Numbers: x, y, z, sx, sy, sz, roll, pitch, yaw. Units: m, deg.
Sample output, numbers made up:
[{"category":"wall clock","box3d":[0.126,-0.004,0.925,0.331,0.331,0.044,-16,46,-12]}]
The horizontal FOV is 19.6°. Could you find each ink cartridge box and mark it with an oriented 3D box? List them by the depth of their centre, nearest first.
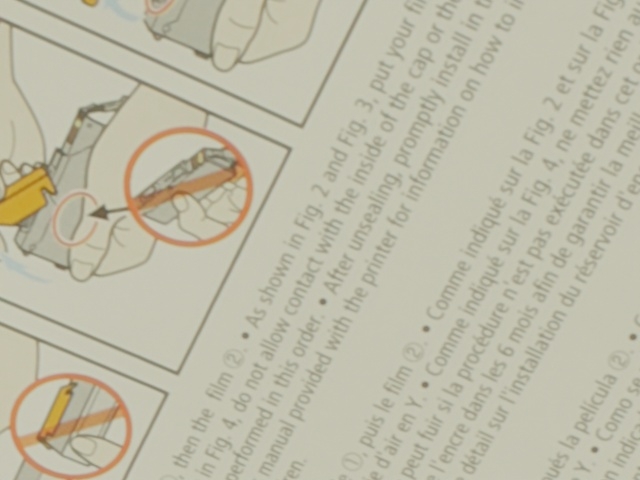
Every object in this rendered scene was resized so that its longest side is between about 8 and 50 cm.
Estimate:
[{"category":"ink cartridge box","box3d":[0.000,0.000,0.363,0.296,0.261,0.066,-62,-173,21]}]
